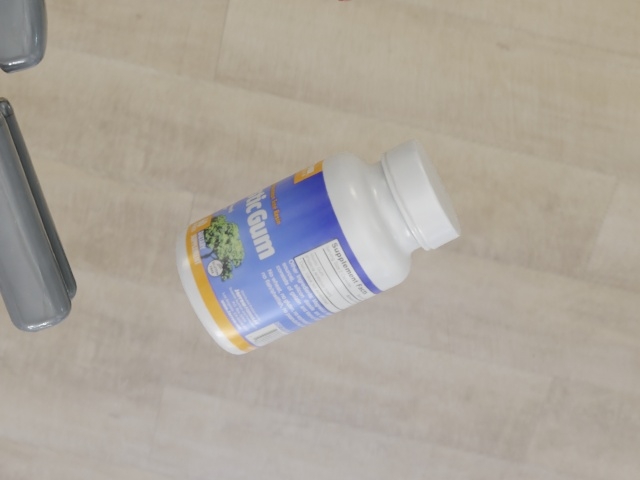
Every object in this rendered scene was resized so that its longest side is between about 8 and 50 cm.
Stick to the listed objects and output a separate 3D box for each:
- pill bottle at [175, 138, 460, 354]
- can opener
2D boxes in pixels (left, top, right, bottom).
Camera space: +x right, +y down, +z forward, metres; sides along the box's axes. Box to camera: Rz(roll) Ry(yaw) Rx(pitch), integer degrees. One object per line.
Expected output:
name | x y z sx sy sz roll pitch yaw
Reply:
pill bottle | 0.000 0.000 1.218 0.272 0.152 0.152 -26 111 13
can opener | -0.217 -0.074 0.806 0.093 0.074 0.280 -11 108 0
